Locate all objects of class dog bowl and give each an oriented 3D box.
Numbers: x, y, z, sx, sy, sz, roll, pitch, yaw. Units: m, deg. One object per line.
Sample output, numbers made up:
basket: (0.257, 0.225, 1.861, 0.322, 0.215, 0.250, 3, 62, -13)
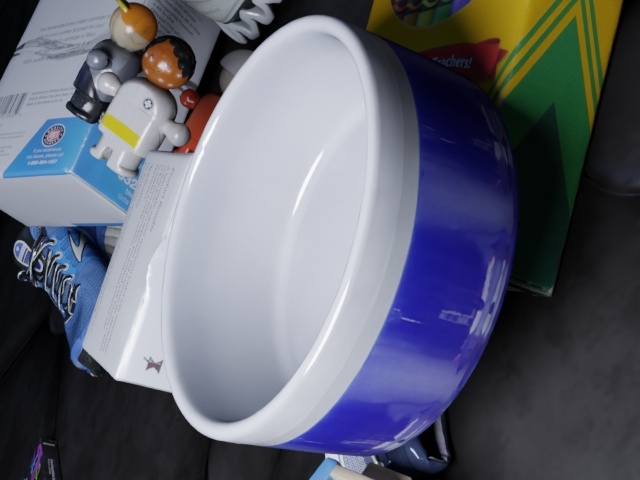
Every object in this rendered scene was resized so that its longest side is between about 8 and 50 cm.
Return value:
dog bowl: (0.000, 0.000, 0.642, 0.265, 0.104, 0.265, -33, 49, 49)

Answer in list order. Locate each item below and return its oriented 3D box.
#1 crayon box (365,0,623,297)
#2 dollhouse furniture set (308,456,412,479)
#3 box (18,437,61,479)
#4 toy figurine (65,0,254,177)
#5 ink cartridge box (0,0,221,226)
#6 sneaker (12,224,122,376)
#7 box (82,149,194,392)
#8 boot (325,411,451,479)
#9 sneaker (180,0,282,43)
crayon box: (0.107, -0.128, 0.722, 0.202, 0.081, 0.318, 1, 74, 61)
dollhouse furniture set: (0.075, 0.305, 0.536, 0.286, 0.198, 0.303, 10, 49, 40)
box: (-0.371, 0.354, 1.321, 0.116, 0.029, 0.162, -59, 32, 19)
toy figurine: (-0.130, -0.137, 1.010, 0.148, 0.209, 0.213, -57, 31, 13)
ink cartridge box: (-0.273, -0.178, 1.222, 0.223, 0.129, 0.307, 0, 62, 38)
sneaker: (-0.326, 0.051, 1.303, 0.130, 0.147, 0.330, -60, 31, 20)
box: (-0.073, 0.038, 0.831, 0.119, 0.182, 0.181, 16, 87, 63)
boot: (0.043, 0.092, 0.729, 0.086, 0.069, 0.190, -37, 51, 36)
sneaker: (-0.058, -0.341, 1.106, 0.292, 0.118, 0.110, -44, 36, 37)
